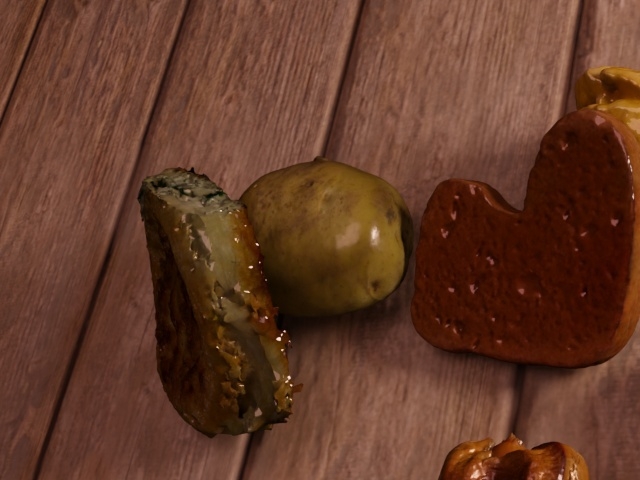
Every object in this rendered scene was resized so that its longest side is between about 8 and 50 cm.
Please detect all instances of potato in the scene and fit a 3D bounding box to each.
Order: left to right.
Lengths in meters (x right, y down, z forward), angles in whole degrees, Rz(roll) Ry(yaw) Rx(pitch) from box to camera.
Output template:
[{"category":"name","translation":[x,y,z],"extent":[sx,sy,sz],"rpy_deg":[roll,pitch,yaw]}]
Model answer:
[{"category":"potato","translation":[0.001,-0.002,1.551],"extent":[0.228,0.148,0.197],"rpy_deg":[-15,66,30]}]

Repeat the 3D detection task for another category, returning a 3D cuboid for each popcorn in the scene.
[{"category":"popcorn","translation":[0.330,-0.112,1.390],"extent":[0.167,0.148,0.152],"rpy_deg":[34,52,28]}]

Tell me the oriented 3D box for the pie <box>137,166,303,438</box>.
[{"category":"pie","translation":[-0.134,0.074,1.538],"extent":[0.103,0.288,0.354],"rpy_deg":[-13,25,-24]}]

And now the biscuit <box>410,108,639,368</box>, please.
[{"category":"biscuit","translation":[0.216,-0.002,1.390],"extent":[0.277,0.052,0.262],"rpy_deg":[2,93,41]}]

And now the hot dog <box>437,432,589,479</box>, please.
[{"category":"hot dog","translation":[0.157,0.347,1.229],"extent":[0.158,0.117,0.349],"rpy_deg":[-3,61,41]}]
